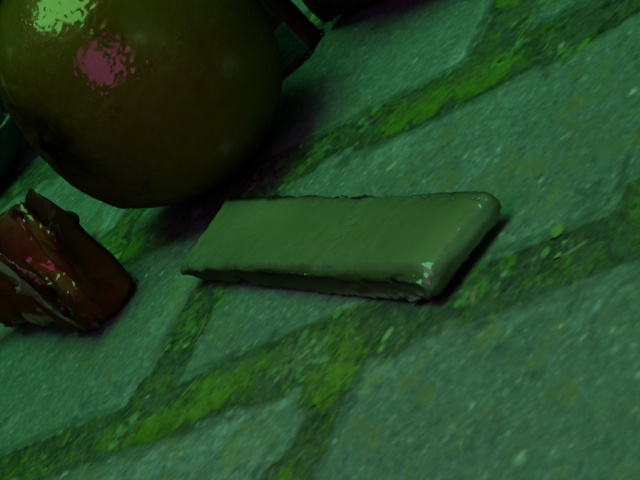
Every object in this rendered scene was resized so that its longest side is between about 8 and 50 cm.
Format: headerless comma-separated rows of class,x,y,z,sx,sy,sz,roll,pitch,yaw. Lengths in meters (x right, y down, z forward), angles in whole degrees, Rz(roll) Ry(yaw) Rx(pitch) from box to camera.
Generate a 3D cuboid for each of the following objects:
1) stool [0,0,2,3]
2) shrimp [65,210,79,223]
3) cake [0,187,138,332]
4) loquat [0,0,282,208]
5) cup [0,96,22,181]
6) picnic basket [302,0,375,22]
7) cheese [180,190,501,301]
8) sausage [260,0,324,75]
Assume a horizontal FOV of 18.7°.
stool,-0.266,-0.345,2.250,0.310,0.310,0.226,-48,30,-7
shrimp,-0.337,0.047,1.914,0.251,0.052,0.143,-43,-8,24
cake,-0.246,0.037,1.776,0.098,0.135,0.287,-55,2,-14
loquat,-0.161,-0.150,1.714,0.263,0.263,0.263,-38,21,18
cup,-0.504,-0.121,2.367,0.290,0.219,0.257,-51,22,-11
picnic basket,0.028,-0.390,1.732,0.337,0.337,0.293,-12,38,56
cheese,0.001,0.003,1.433,0.085,0.034,0.400,-56,22,-16
sausage,-0.112,-0.265,1.832,0.083,0.264,0.083,-40,17,14
